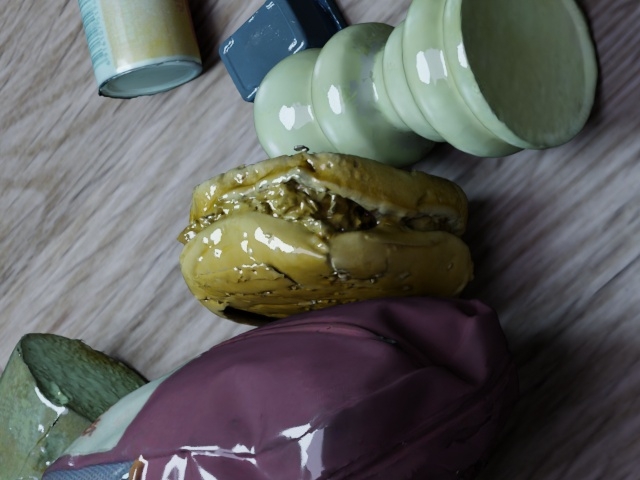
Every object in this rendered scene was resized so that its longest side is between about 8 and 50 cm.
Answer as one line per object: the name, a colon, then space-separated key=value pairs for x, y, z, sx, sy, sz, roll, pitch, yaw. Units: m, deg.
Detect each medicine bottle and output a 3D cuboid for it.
medicine bottle: x=-0.192 y=-0.336 z=1.370 sx=0.108 sy=0.108 sz=0.426 roll=-19 pitch=81 yaw=38

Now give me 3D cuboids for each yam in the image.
yam: x=-0.237 y=0.222 z=1.384 sx=0.161 sy=0.161 sz=0.268 roll=37 pitch=115 yaw=32

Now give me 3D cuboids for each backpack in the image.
backpack: x=0.000 y=0.148 z=1.085 sx=0.317 sy=0.283 sz=0.197 roll=-22 pitch=99 yaw=48

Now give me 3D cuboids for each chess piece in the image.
chess piece: x=0.057 y=-0.107 z=1.158 sx=0.251 sy=0.144 sz=0.144 roll=-16 pitch=81 yaw=45

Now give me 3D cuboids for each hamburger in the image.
hamburger: x=0.001 y=0.000 z=1.163 sx=0.214 sy=0.214 sz=0.108 roll=-12 pitch=72 yaw=39

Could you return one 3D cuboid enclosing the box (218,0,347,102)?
box: x=-0.030 y=-0.151 z=1.271 sx=0.099 sy=0.054 sz=0.074 roll=-40 pitch=68 yaw=32
